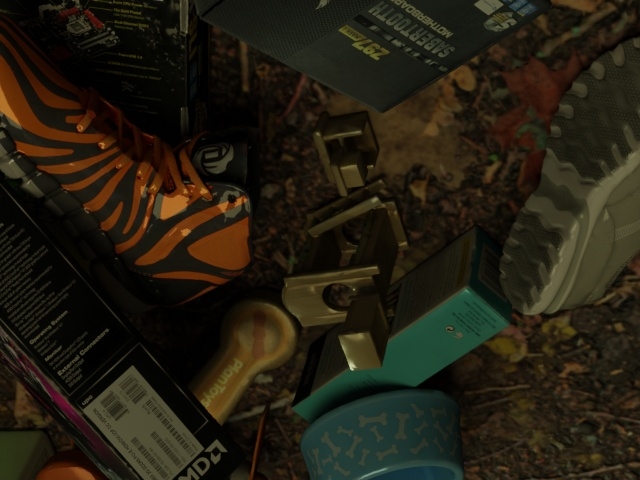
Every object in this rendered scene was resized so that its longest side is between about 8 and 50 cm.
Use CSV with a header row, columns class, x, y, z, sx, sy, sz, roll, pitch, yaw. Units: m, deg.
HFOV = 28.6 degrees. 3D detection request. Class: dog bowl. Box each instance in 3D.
class,x,y,z,sx,sy,sz,roll,pitch,yaw
dog bowl,0.061,0.255,1.292,0.165,0.074,0.297,-8,147,-12

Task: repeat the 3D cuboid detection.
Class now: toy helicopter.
class,x,y,z,sx,sy,sz,roll,pitch,yaw
toy helicopter,-0.124,0.202,1.342,0.235,0.140,0.355,36,113,-5

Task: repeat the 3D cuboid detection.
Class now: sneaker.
class,x,y,z,sx,sy,sz,roll,pitch,yaw
sneaker,0.257,-0.057,1.098,0.115,0.105,0.281,2,130,-31
sneaker,-0.155,-0.081,1.066,0.180,0.125,0.321,-18,130,20

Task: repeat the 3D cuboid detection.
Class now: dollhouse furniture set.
class,x,y,z,sx,sy,sz,roll,pitch,yaw
dollhouse furniture set,0.000,0.000,1.127,0.101,0.182,0.161,-8,123,19

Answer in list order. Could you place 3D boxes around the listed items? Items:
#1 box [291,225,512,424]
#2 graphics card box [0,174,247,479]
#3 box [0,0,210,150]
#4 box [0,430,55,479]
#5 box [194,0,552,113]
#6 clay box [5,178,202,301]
class,x,y,z,sx,sy,sz,roll,pitch,yaw
box,0.080,0.094,1.226,0.060,0.100,0.244,41,125,-17
graphics card box,-0.244,0.083,1.138,0.371,0.094,0.233,50,161,-13
box,-0.260,-0.188,1.123,0.321,0.079,0.257,9,125,8
box,-0.394,0.371,1.410,0.121,0.311,0.148,-3,124,15
box,0.042,-0.198,0.979,0.183,0.059,0.232,-29,148,31
clay box,-0.215,-0.024,1.243,0.222,0.053,0.127,12,127,4
